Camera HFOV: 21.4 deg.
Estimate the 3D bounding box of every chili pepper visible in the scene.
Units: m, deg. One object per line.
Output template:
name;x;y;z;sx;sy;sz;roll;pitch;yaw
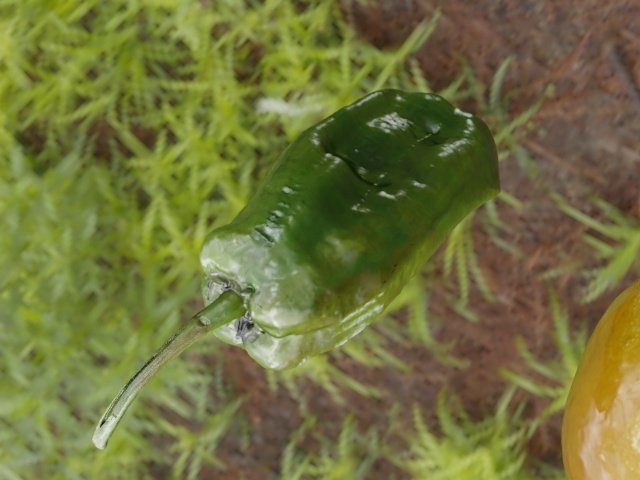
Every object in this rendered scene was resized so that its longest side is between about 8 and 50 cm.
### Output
chili pepper;0.002;0.002;0.631;0.072;0.204;0.073;18;131;30

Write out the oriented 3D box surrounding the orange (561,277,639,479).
orange;0.166;0.072;0.600;0.159;0.159;0.136;43;142;-7
